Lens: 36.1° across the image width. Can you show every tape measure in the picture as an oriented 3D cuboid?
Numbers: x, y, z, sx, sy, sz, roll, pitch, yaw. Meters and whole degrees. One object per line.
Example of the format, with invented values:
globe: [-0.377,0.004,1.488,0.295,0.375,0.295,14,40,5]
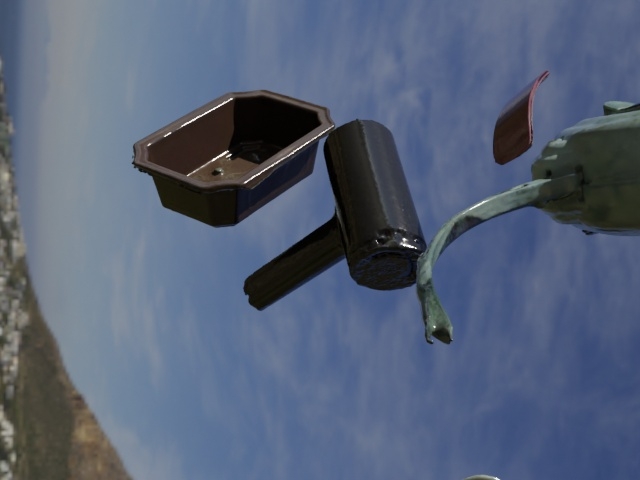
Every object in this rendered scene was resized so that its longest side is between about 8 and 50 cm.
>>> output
tape measure: [0.156,-0.032,0.502,0.164,0.330,0.084,-14,-88,36]

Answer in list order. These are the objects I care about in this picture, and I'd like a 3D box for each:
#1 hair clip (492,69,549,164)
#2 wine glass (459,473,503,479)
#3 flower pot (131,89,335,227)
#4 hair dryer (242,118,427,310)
hair clip: [0.210,-0.133,1.026,0.054,0.022,0.137,-37,-159,45]
wine glass: [0.167,0.314,0.969,0.222,0.103,0.103,-64,157,-84]
flower pot: [-0.104,-0.098,1.232,0.179,0.251,0.084,21,-50,30]
hair dryer: [0.000,0.000,1.118,0.251,0.089,0.197,-36,-134,29]
